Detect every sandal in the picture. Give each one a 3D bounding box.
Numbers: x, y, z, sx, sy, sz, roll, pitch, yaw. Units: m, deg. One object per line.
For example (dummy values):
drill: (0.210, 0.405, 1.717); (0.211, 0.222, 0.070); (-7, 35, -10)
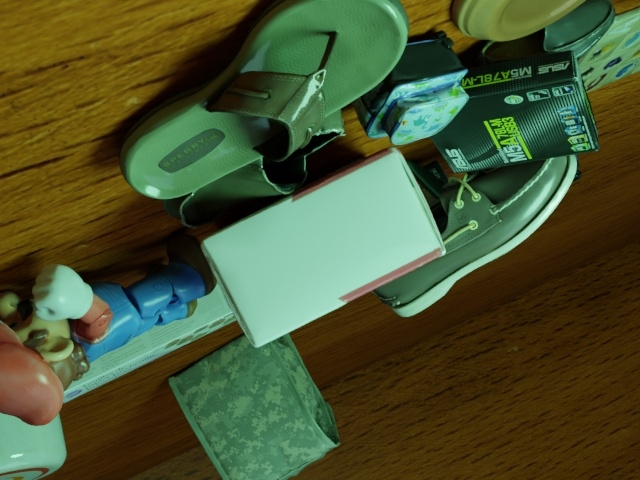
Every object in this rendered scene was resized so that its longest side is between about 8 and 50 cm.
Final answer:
sandal: (-0.047, -0.106, 0.816); (0.303, 0.086, 0.120); (-34, 133, 26)

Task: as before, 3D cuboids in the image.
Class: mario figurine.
mario figurine: (-0.283, 0.075, 1.101); (0.320, 0.170, 0.198); (-29, 133, -43)

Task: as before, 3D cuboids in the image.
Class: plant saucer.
plant saucer: (0.226, -0.262, 0.959); (0.200, 0.037, 0.200); (-26, 165, -8)

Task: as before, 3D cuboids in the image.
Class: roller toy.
roller toy: (-0.445, 0.253, 1.278); (0.191, 0.146, 0.209); (-11, 161, -17)

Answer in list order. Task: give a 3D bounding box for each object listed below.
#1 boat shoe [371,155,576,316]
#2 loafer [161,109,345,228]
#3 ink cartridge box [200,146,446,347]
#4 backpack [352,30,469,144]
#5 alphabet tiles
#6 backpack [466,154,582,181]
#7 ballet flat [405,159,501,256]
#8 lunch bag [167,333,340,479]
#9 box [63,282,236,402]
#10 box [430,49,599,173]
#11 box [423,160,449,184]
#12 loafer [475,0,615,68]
boat shoe: (0.185, -0.026, 1.261); (0.324, 0.097, 0.116); (-40, -155, 25)
loafer: (-0.069, -0.077, 0.950); (0.094, 0.087, 0.251); (-11, 158, -48)
ink cartridge box: (0.000, 0.000, 1.097); (0.226, 0.131, 0.306); (-27, -178, 0)
backpack: (0.091, -0.149, 1.003); (0.105, 0.084, 0.114); (-18, 166, -24)
alphabet tiles: (0.502, -0.310, 1.347); (0.343, 0.011, 0.285); (-23, 165, -19)
backpack: (0.273, -0.126, 1.350); (0.158, 0.117, 0.173); (-31, 152, 7)
ballet flat: (0.183, -0.034, 1.358); (0.067, 0.206, 0.073); (-52, -171, 25)
lunch bag: (-0.119, 0.340, 1.887); (0.235, 0.287, 0.169); (-32, 165, 10)
box: (-0.244, 0.135, 1.402); (0.324, 0.067, 0.063); (-26, 165, -10)
box: (0.219, -0.144, 1.119); (0.184, 0.045, 0.191); (-10, 157, 20)
box: (0.107, -0.028, 1.458); (0.180, 0.077, 0.147); (-25, 166, -13)
loafer: (0.254, -0.228, 1.080); (0.170, 0.062, 0.061); (-30, 162, 5)
